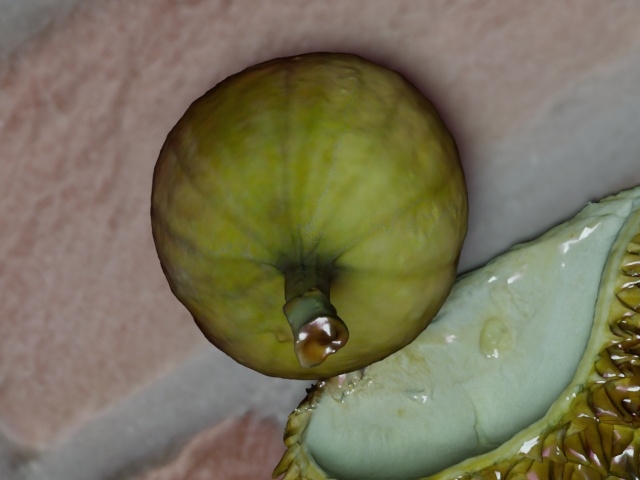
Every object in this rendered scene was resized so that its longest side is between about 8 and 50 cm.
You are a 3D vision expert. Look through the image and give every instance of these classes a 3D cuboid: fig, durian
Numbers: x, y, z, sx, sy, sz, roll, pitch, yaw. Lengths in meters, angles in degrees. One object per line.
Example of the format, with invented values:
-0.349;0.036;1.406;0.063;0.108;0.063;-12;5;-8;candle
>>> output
0.012;0.001;0.903;0.143;0.231;0.160;11;101;-29;fig
0.098;0.075;0.971;0.252;0.144;0.139;-30;59;22;durian
